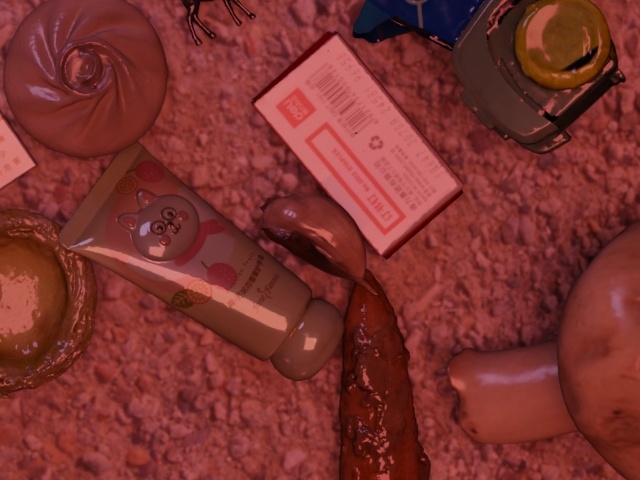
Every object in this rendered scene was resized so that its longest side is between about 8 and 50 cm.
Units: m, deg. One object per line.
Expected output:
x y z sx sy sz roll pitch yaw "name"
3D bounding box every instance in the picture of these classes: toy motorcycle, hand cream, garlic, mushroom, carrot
0.152 -0.233 1.776 0.200 0.191 0.326 -45 80 8 "toy motorcycle"
-0.115 0.033 1.810 0.306 0.093 0.147 35 64 -5 "hand cream"
0.004 -0.007 1.806 0.152 0.084 0.066 27 78 11 "garlic"
0.311 0.132 1.803 0.336 0.314 0.314 -10 99 25 "mushroom"
0.057 0.159 1.848 0.102 0.102 0.263 -4 90 -6 "carrot"

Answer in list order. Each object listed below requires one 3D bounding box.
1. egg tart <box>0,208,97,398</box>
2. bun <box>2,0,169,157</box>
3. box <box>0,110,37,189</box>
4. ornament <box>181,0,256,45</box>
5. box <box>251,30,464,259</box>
-0.323 0.062 1.794 0.197 0.078 0.197 -1 96 -9 "egg tart"
-0.241 -0.170 1.756 0.173 0.120 0.173 0 95 -5 "bun"
-0.380 -0.122 1.793 0.090 0.024 0.167 -34 99 -2 "box"
-0.124 -0.276 1.802 0.073 0.028 0.125 -24 100 -4 "ornament"
0.043 -0.100 1.829 0.123 0.050 0.229 -41 99 1 "box"
